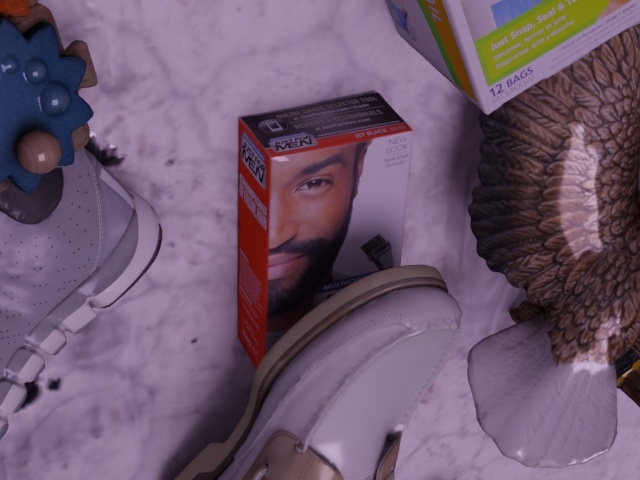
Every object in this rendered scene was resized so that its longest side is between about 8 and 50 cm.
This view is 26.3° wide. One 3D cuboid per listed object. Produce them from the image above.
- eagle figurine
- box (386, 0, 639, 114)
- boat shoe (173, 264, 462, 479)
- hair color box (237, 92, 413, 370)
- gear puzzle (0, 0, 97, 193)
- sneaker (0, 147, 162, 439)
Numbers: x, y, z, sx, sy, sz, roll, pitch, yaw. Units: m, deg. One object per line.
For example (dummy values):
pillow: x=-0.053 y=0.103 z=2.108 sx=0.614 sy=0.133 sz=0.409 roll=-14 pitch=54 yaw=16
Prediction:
eagle figurine: x=0.205 y=-0.017 z=0.859 sx=0.226 sy=0.225 sz=0.298 roll=-3 pitch=135 yaw=-15
box: x=0.081 y=-0.188 z=0.712 sx=0.114 sy=0.103 sz=0.203 roll=-31 pitch=132 yaw=-7
boat shoe: x=0.003 y=0.137 z=0.848 sx=0.113 sy=0.103 sz=0.302 roll=0 pitch=141 yaw=-35
hair color box: x=0.000 y=0.000 z=0.838 sx=0.093 sy=0.053 sz=0.167 roll=-13 pitch=127 yaw=-20
gear puzzle: x=-0.192 y=-0.155 z=0.575 sx=0.175 sy=0.044 sz=0.339 roll=-33 pitch=124 yaw=-33
sneaker: x=-0.197 y=0.027 z=0.714 sx=0.228 sy=0.086 sz=0.132 roll=-51 pitch=127 yaw=-21
